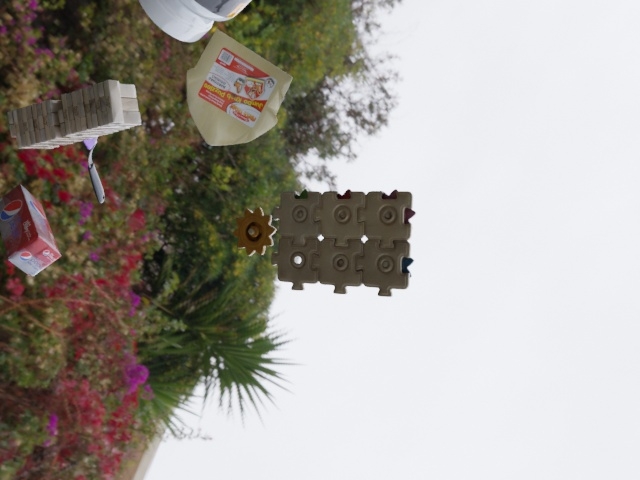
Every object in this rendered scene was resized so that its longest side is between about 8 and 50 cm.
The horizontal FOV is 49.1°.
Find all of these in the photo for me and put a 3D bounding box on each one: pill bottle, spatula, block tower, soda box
[{"bbox_3d":[-0.147,-0.439,1.065,0.278,0.162,0.162,-33,-132,32],"label":"pill bottle"},{"bbox_3d":[-0.576,-0.207,1.774,0.030,0.296,0.084,9,-133,0],"label":"spatula"},{"bbox_3d":[-0.538,-0.269,1.535,0.335,0.097,0.091,-6,-87,33],"label":"block tower"},{"bbox_3d":[-0.721,-0.028,1.716,0.092,0.083,0.263,-37,-135,-4],"label":"soda box"}]

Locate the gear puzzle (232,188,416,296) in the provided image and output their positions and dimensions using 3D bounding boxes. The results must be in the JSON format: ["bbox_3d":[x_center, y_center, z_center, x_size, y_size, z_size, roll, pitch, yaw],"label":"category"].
[{"bbox_3d":[0.000,0.000,1.195,0.339,0.044,0.175,2,-90,25],"label":"gear puzzle"}]

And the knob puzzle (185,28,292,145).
[{"bbox_3d":[-0.169,-0.267,1.326,0.213,0.213,0.030,-54,-160,-8],"label":"knob puzzle"}]
